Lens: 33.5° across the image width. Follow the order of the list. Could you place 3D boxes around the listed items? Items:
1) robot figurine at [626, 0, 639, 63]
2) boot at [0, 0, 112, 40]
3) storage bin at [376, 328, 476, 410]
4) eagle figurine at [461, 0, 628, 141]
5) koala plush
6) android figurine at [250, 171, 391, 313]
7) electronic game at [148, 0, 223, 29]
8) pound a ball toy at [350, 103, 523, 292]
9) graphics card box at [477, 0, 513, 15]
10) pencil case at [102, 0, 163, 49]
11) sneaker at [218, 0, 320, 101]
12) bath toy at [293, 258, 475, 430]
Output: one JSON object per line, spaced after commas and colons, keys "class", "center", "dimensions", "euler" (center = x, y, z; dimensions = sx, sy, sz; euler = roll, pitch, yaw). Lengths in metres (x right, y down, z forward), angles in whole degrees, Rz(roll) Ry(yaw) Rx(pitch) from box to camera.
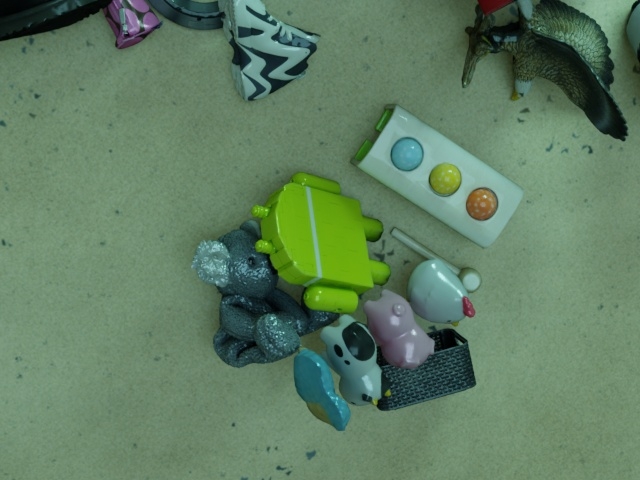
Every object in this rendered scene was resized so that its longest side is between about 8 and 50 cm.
{"class": "robot figurine", "center": [0.632, -0.331, 1.813], "dimensions": [0.173, 0.278, 0.209], "euler": [-30, 145, 25]}
{"class": "boot", "center": [-0.509, -0.437, 1.622], "dimensions": [0.348, 0.131, 0.260], "euler": [-11, 101, 11]}
{"class": "storage bin", "center": [0.171, 0.227, 1.882], "dimensions": [0.180, 0.122, 0.084], "euler": [-15, 101, -7]}
{"class": "eagle figurine", "center": [0.392, -0.308, 1.808], "dimensions": [0.298, 0.225, 0.226], "euler": [14, 83, -1]}
{"class": "koala plush", "center": [-0.120, 0.082, 1.782], "dimensions": [0.203, 0.196, 0.221], "euler": [-18, 100, 37]}
{"class": "android figurine", "center": [0.000, 0.000, 1.775], "dimensions": [0.273, 0.056, 0.248], "euler": [10, 62, -39]}
{"class": "electronic game", "center": [-0.192, -0.462, 1.749], "dimensions": [0.229, 0.048, 0.229], "euler": [-3, 107, -9]}
{"class": "pound a ball toy", "center": [0.201, -0.064, 1.835], "dimensions": [0.319, 0.136, 0.208], "euler": [33, 92, -12]}
{"class": "graphics card box", "center": [0.337, -0.523, 1.696], "dimensions": [0.371, 0.094, 0.233], "euler": [-33, 95, -39]}
{"class": "pencil case", "center": [-0.338, -0.414, 1.704], "dimensions": [0.095, 0.098, 0.209], "euler": [-24, 101, 24]}
{"class": "sneaker", "center": [-0.076, -0.352, 1.747], "dimensions": [0.153, 0.094, 0.235], "euler": [-18, 120, -16]}
{"class": "bath toy", "center": [0.122, 0.168, 1.756], "dimensions": [0.348, 0.129, 0.151], "euler": [-35, 137, -27]}
